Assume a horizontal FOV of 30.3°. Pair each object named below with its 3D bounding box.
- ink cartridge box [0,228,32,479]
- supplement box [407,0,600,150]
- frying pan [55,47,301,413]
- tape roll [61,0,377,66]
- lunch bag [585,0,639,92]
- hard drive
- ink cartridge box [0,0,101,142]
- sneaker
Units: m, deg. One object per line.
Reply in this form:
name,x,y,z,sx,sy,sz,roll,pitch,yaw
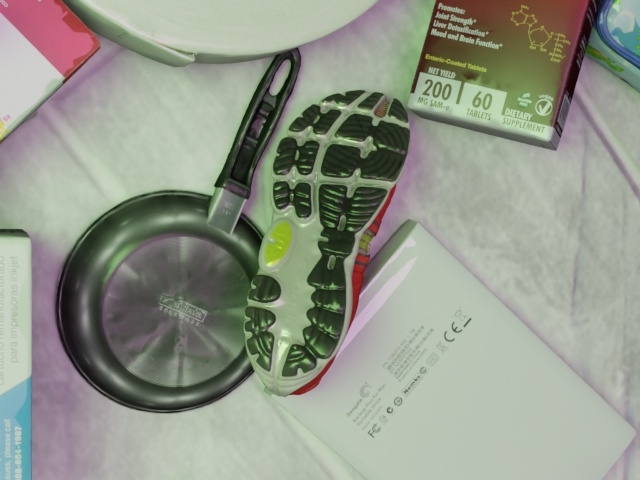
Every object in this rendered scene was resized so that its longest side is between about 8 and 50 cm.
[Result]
ink cartridge box,-0.349,0.091,0.848,0.270,0.197,0.198,-1,92,-16
supplement box,0.171,-0.210,1.011,0.130,0.073,0.240,15,91,17
frying pan,-0.077,0.012,1.009,0.326,0.053,0.197,-43,109,-6
tape roll,-0.084,-0.332,0.929,0.392,0.072,0.392,-1,93,-21
lunch bag,0.343,-0.241,1.081,0.176,0.090,0.219,31,88,-21
hard drive,0.126,0.157,1.087,0.307,0.040,0.203,43,84,-17
ink cartridge box,-0.275,-0.129,0.885,0.176,0.128,0.127,-46,106,-8
sneaker,0.000,0.000,1.004,0.107,0.118,0.279,17,69,9
